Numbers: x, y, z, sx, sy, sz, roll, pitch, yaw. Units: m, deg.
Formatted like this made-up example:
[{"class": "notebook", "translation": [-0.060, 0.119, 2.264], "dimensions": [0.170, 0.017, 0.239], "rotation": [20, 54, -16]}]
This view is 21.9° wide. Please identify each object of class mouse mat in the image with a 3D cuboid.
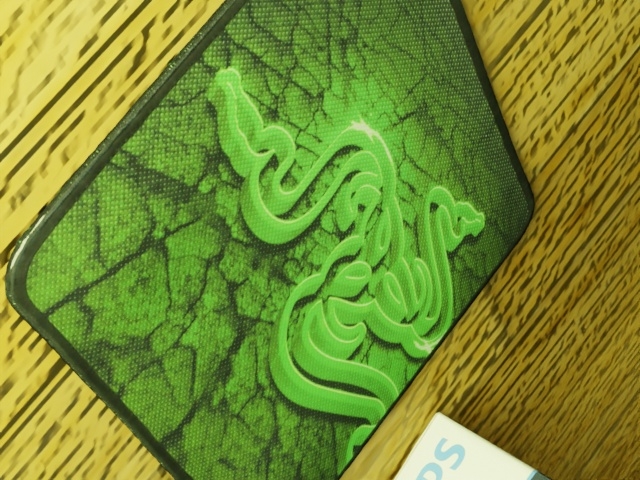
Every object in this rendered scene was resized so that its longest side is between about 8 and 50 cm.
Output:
[{"class": "mouse mat", "translation": [0.000, 0.000, 0.463], "dimensions": [0.153, 0.007, 0.190], "rotation": [-52, 147, -15]}]

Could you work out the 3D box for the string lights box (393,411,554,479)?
[{"class": "string lights box", "translation": [0.141, 0.164, 0.546], "dimensions": [0.077, 0.259, 0.133], "rotation": [-57, 148, -5]}]
